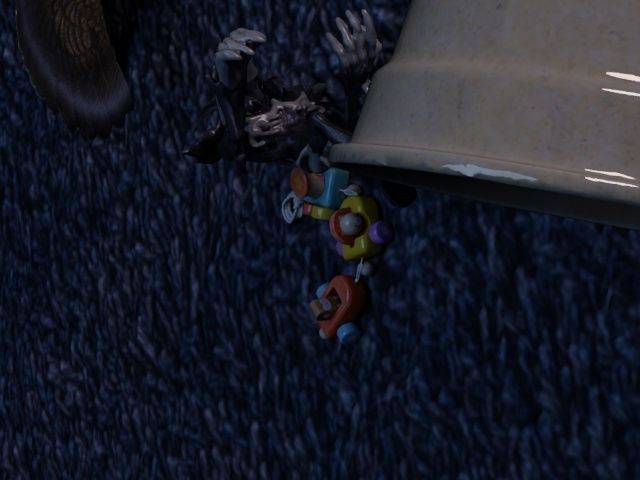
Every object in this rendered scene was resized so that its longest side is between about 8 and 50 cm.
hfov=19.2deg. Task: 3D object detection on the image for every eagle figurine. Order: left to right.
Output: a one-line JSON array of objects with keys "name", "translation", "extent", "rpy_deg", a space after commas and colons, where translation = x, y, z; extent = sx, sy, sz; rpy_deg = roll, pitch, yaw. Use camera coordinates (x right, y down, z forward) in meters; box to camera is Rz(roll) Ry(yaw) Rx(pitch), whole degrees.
[{"name": "eagle figurine", "translation": [-0.231, -0.271, 1.837], "extent": [0.225, 0.226, 0.298], "rpy_deg": [34, 110, 28]}]

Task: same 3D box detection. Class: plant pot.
[{"name": "plant pot", "translation": [0.195, -0.164, 1.132], "extent": [0.334, 0.333, 0.306], "rpy_deg": [10, 89, 54]}]

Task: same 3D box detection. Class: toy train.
[{"name": "toy train", "translation": [0.000, 0.000, 1.603], "extent": [0.125, 0.046, 0.166], "rpy_deg": [-54, 47, 35]}]

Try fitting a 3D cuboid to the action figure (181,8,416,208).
[{"name": "action figure", "translation": [-0.008, -0.116, 1.539], "extent": [0.275, 0.164, 0.141], "rpy_deg": [19, 123, 44]}]

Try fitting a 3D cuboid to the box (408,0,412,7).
[{"name": "box", "translation": [0.134, -0.230, 1.346], "extent": [0.093, 0.158, 0.156], "rpy_deg": [-37, 57, 45]}]
